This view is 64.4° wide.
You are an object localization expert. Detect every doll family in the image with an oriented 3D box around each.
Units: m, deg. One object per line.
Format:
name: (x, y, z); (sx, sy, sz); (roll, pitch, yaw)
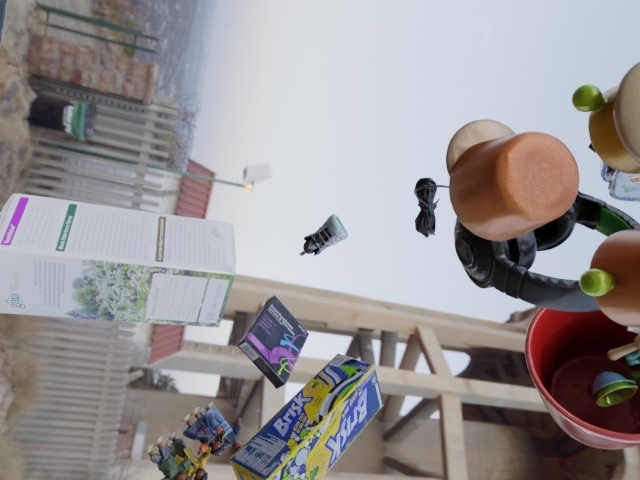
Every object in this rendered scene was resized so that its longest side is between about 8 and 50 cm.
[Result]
doll family: (-0.213, 0.372, 0.911); (0.193, 0.111, 0.076); (-37, 157, -38)

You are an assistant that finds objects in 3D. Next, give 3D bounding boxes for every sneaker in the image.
sneaker: (0.000, 0.000, 0.706); (0.038, 0.069, 0.098); (57, -7, 10)

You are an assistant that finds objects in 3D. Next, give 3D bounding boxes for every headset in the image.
headset: (0.311, -0.004, 0.833); (0.394, 0.243, 0.185); (34, -38, 39)

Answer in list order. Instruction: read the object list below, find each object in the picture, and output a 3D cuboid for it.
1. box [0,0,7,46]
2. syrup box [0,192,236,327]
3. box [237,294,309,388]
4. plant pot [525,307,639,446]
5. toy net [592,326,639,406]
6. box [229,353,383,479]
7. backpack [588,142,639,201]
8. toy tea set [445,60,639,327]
box: (-0.411, -0.356, 0.523); (0.143, 0.165, 0.271); (27, -74, 49)
syrup box: (-0.221, 0.026, 0.564); (0.096, 0.236, 0.093); (-105, -151, -48)
box: (-0.088, 0.194, 1.001); (0.029, 0.116, 0.162); (-34, -168, 26)
plant pot: (0.518, 0.251, 0.925); (0.243, 0.274, 0.275); (59, 23, -52)
toy net: (0.527, 0.190, 0.821); (0.045, 0.122, 0.232); (-100, -172, -46)
box: (-0.007, 0.190, 0.512); (0.054, 0.169, 0.059); (8, -58, 41)
backpack: (0.691, -0.198, 1.008); (0.263, 0.276, 0.213); (52, 47, -53)
toy tea set: (0.255, -0.015, 0.397); (0.200, 0.336, 0.124); (-60, -175, -8)
